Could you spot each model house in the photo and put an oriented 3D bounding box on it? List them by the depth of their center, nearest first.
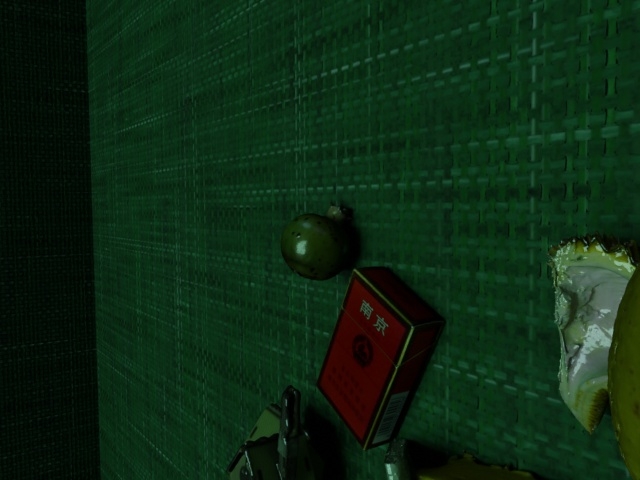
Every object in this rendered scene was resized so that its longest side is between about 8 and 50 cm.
[{"bbox_3d":[-0.080,0.361,1.056,0.218,0.205,0.279,14,105,53],"label":"model house"}]

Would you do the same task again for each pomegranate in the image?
[{"bbox_3d":[-0.003,0.007,1.012,0.130,0.130,0.130,6,97,55],"label":"pomegranate"}]

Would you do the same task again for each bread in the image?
[{"bbox_3d":[0.120,0.345,0.831,0.193,0.036,0.112,46,-147,-76],"label":"bread"}]

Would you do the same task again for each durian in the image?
[{"bbox_3d":[0.298,0.095,0.612,0.140,0.078,0.224,20,120,40],"label":"durian"}]

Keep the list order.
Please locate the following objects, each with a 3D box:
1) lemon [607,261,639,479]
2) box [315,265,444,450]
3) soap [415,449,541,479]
[{"bbox_3d":[0.333,0.090,0.397,0.258,0.258,0.310,17,113,54],"label":"lemon"},{"bbox_3d":[0.083,0.180,0.927,0.153,0.074,0.240,48,130,48],"label":"box"},{"bbox_3d":[0.222,0.441,0.721,0.204,0.096,0.324,-12,82,56],"label":"soap"}]
